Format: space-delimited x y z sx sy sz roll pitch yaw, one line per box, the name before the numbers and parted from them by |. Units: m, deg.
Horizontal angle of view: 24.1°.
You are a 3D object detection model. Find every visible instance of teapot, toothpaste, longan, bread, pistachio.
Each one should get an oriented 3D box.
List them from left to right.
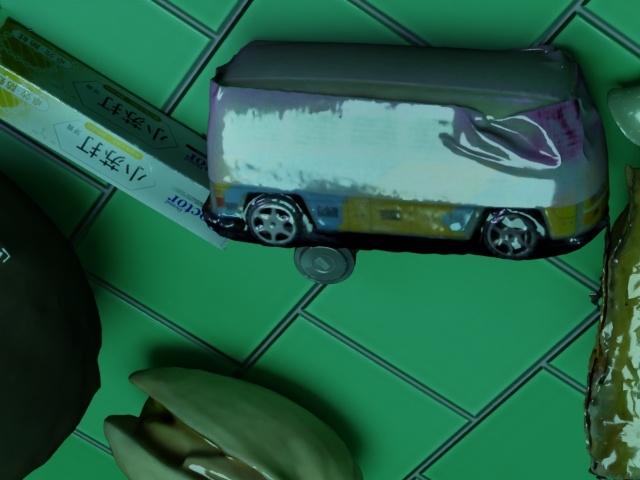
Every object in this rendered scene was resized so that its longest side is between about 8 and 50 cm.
longan | -0.449 0.091 1.547 0.436 0.404 0.404 -13 130 -15
toothpaste | -0.211 -0.107 1.536 0.313 0.089 0.071 32 124 -10
pistachio | -0.099 0.259 1.743 0.318 0.214 0.193 33 86 0
teapot | 0.000 0.000 1.584 0.066 0.057 0.088 -31 118 31
bread | 0.392 0.082 1.505 0.248 0.279 0.315 8 98 15

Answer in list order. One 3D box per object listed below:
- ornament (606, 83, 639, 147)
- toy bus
ornament | 0.340 -0.147 1.360 0.075 0.081 0.156 38 132 -19
toy bus | 0.082 -0.094 1.415 0.386 0.171 0.162 4 125 12
